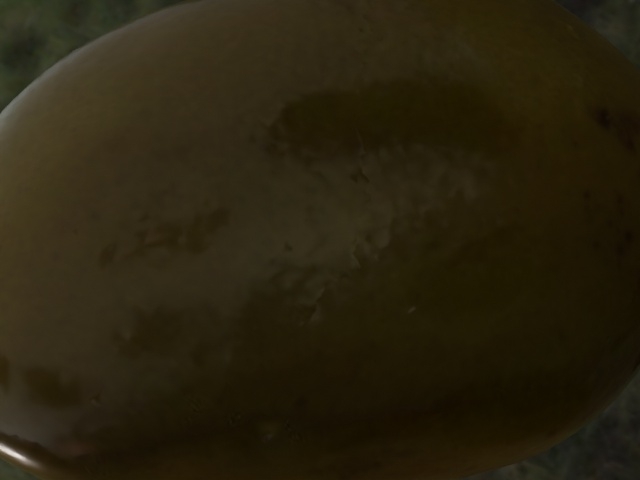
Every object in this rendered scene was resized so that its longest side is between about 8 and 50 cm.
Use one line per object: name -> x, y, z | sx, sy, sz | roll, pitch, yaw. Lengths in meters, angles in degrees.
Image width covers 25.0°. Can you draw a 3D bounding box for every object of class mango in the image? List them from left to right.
mango -> 0.000, 0.000, 0.803 | 0.232, 0.446, 0.300 | 149, 105, -69
